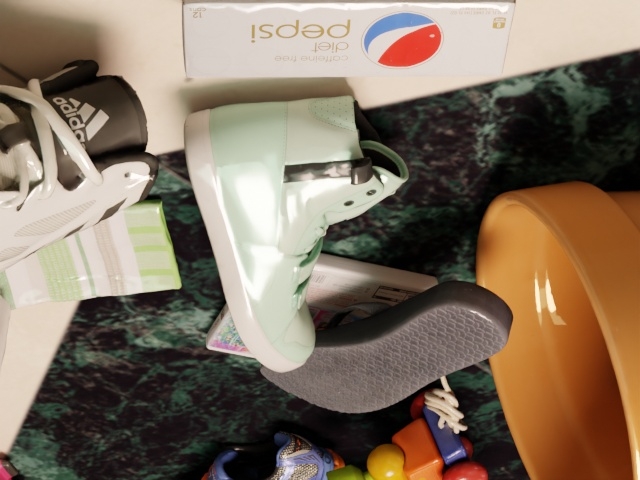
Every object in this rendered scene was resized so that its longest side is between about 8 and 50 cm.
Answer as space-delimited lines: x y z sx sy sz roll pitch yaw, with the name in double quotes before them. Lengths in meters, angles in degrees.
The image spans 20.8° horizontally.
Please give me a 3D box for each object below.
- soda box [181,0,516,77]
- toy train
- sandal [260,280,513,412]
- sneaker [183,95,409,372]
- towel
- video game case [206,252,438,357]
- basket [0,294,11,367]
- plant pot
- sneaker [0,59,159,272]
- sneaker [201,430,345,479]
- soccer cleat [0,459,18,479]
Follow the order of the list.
"soda box" 0.017 -0.156 1.157 0.216 0.069 0.074 0 143 -3
"toy train" 0.068 0.200 1.565 0.143 0.105 0.248 -24 141 1
"sandal" 0.057 0.083 1.426 0.254 0.054 0.097 -20 130 41
"sneaker" 0.000 0.000 1.320 0.151 0.094 0.256 -9 132 8
"towel" -0.194 0.013 1.397 0.152 0.023 0.113 -6 143 3
"video game case" 0.000 0.062 1.478 0.157 0.019 0.143 12 140 -20
"basket" -0.445 0.191 1.354 0.266 0.328 0.331 28 135 -29
"plant pot" 0.267 0.079 1.334 0.204 0.291 0.291 -15 144 -11
"sneaker" -0.245 -0.069 1.111 0.257 0.169 0.447 -31 172 -9
"sneaker" -0.088 0.237 1.661 0.221 0.083 0.087 -28 128 17
"soccer cleat" -0.326 0.308 1.691 0.143 0.116 0.331 -15 141 14
